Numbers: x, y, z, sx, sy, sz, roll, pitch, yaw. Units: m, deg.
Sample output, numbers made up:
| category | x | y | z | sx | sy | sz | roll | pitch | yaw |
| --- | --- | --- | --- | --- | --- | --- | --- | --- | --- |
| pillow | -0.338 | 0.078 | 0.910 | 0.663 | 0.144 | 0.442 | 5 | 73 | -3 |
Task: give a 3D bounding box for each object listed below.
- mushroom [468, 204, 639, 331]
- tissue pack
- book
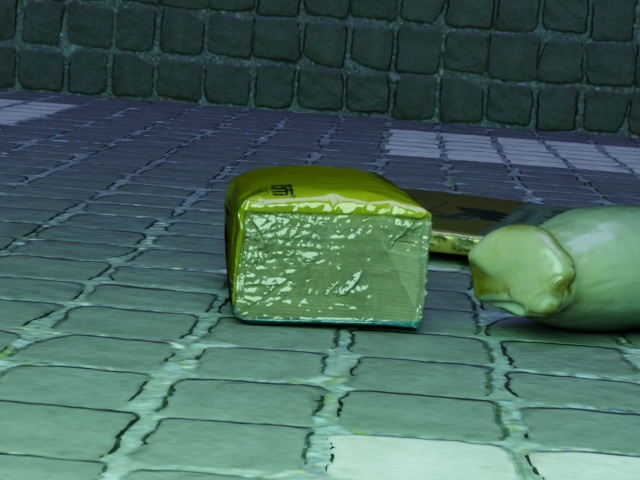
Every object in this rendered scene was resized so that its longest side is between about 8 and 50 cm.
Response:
| category | x | y | z | sx | sy | sz | roll | pitch | yaw |
| --- | --- | --- | --- | --- | --- | --- | --- | --- | --- |
| mushroom | 0.253 | 0.015 | 1.075 | 0.351 | 0.097 | 0.109 | -3 | 8 | -23 |
| tissue pack | 0.000 | 0.000 | 1.061 | 0.120 | 0.082 | 0.169 | 2 | 8 | -5 |
| book | 0.158 | -0.007 | 1.384 | 0.389 | 0.032 | 0.269 | 7 | 7 | 15 |
